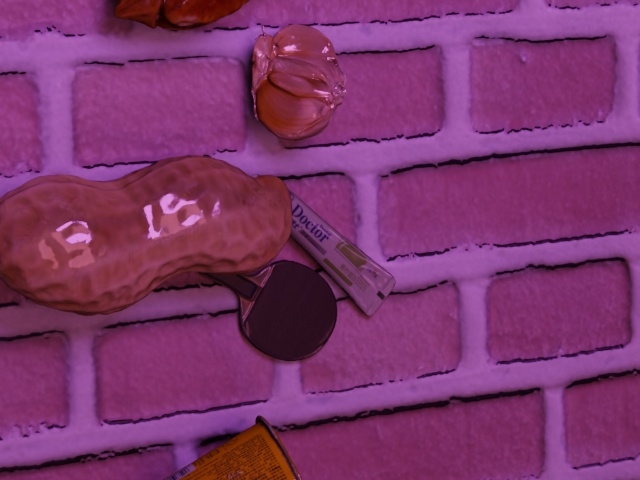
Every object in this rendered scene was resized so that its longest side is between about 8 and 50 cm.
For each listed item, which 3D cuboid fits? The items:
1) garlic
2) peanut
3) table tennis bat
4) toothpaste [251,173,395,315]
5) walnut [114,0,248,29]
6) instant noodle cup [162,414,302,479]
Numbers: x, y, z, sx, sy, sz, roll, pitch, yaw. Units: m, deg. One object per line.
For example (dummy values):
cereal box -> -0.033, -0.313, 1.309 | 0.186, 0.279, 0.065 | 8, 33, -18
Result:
garlic -> -0.018, -0.148, 1.832 | 0.094, 0.074, 0.113 | 12, 85, 9
peanut -> -0.159, -0.005, 1.761 | 0.298, 0.120, 0.136 | -11, 125, -25
table tennis bat -> -0.050, 0.058, 1.878 | 0.158, 0.014, 0.095 | 30, 85, -27
toothpaste -> 0.000, 0.000, 1.886 | 0.197, 0.029, 0.048 | 43, 79, -27
walnut -> -0.103, -0.259, 1.758 | 0.207, 0.116, 0.115 | -35, 110, -17
instant noodle cup -> -0.084, 0.274, 1.812 | 0.144, 0.182, 0.182 | -23, 107, -11
